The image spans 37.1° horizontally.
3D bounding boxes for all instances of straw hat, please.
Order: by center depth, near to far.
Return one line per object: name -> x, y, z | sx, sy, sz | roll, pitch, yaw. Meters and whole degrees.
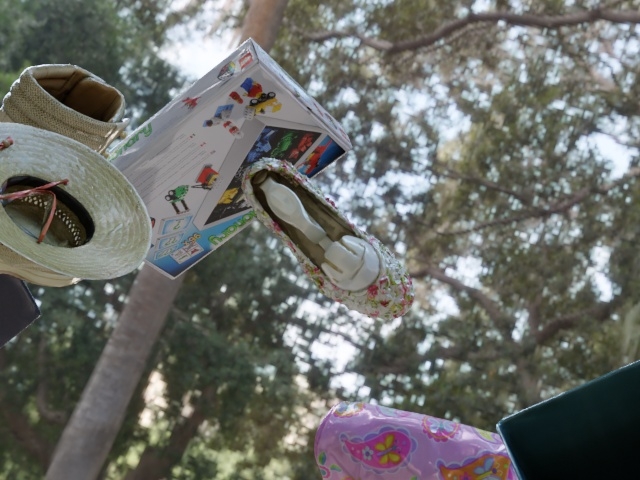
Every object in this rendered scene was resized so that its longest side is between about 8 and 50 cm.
straw hat -> -0.194, -0.011, 0.657 | 0.144, 0.144, 0.061 | 31, -57, -19

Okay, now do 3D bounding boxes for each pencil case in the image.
pencil case -> 0.132, 0.297, 1.279 | 0.284, 0.124, 0.124 | 7, -28, 25

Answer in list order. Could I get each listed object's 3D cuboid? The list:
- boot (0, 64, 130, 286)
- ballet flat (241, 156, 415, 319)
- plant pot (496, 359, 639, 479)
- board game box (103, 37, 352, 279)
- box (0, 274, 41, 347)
boot -> -0.245, -0.060, 0.915 | 0.095, 0.203, 0.262 | 49, 14, 23
ballet flat -> 0.000, 0.000, 1.039 | 0.241, 0.091, 0.077 | 40, 2, 10
plant pot -> 0.290, 0.260, 0.840 | 0.165, 0.165, 0.234 | -25, -70, 7
board game box -> -0.137, -0.088, 1.175 | 0.305, 0.053, 0.193 | -35, -44, 16
box -> -0.541, -0.027, 1.038 | 0.395, 0.212, 0.294 | 24, -38, 39
